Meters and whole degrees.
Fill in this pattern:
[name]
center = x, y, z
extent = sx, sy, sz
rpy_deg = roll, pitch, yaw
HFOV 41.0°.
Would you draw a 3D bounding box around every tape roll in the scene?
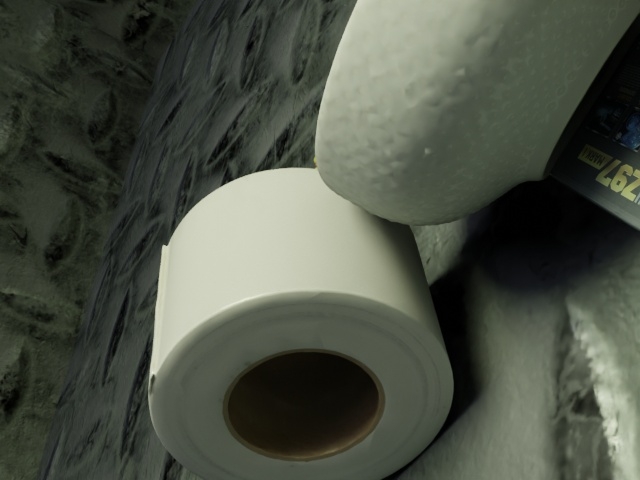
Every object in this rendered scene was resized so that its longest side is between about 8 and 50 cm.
[tape roll]
center = -0.020, 0.083, 0.743
extent = 0.246, 0.246, 0.169
rpy_deg = -52, 26, 28

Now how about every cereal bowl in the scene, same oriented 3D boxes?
[cereal bowl]
center = 0.148, -0.148, 0.640
extent = 0.339, 0.141, 0.339
rpy_deg = -50, -17, -22

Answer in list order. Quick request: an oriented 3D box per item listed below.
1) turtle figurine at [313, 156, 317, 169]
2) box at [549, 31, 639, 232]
[turtle figurine]
center = 0.000, 0.000, 0.991
extent = 0.217, 0.087, 0.269
rpy_deg = 144, 136, -63
[box]
center = 0.261, -0.072, 0.521
extent = 0.183, 0.059, 0.232
rpy_deg = -59, 23, 11
